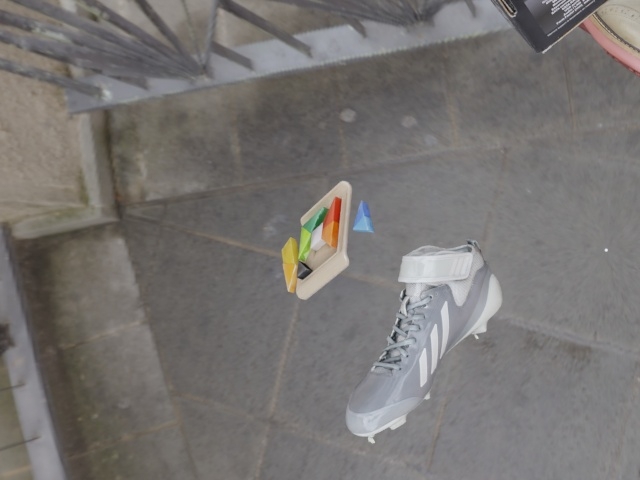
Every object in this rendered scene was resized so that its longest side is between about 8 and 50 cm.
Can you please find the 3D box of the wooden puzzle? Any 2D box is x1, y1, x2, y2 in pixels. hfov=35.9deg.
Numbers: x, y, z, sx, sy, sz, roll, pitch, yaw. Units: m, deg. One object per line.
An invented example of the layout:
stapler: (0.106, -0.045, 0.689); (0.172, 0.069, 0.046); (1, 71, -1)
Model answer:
wooden puzzle: (0.000, 0.000, 0.736); (0.116, 0.014, 0.079); (-46, 35, 40)

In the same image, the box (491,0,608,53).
box: (0.180, -0.284, 0.568); (0.295, 0.293, 0.073); (-38, 55, 15)

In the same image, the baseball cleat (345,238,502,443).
baseball cleat: (0.078, 0.076, 0.869); (0.072, 0.206, 0.109); (0, 126, 49)

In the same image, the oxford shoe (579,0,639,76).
oxford shoe: (0.329, -0.231, 0.958); (0.130, 0.123, 0.348); (-55, 48, 21)
